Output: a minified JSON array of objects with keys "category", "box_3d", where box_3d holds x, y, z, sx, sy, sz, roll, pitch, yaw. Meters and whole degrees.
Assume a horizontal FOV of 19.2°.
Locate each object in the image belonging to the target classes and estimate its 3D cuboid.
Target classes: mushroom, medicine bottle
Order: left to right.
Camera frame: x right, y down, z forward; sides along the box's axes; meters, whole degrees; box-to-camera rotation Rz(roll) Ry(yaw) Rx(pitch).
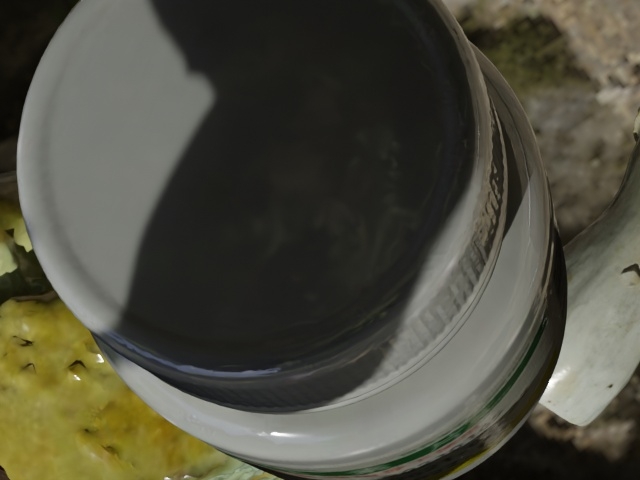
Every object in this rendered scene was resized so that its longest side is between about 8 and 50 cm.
[{"category":"medicine bottle","box_3d":[0.000,0.000,0.838,0.208,0.208,0.340,52,-179,15]},{"category":"mushroom","box_3d":[0.188,0.003,1.145,0.081,0.223,0.092,32,177,-14]}]

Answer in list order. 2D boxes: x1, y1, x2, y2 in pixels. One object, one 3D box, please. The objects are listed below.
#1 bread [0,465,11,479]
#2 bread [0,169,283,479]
[{"category":"bread","box_3d":[-0.139,0.111,0.427,0.193,0.193,0.064,61,-172,-12]},{"category":"bread","box_3d":[-0.165,0.093,1.284,0.264,0.239,0.395,60,-178,11]}]
